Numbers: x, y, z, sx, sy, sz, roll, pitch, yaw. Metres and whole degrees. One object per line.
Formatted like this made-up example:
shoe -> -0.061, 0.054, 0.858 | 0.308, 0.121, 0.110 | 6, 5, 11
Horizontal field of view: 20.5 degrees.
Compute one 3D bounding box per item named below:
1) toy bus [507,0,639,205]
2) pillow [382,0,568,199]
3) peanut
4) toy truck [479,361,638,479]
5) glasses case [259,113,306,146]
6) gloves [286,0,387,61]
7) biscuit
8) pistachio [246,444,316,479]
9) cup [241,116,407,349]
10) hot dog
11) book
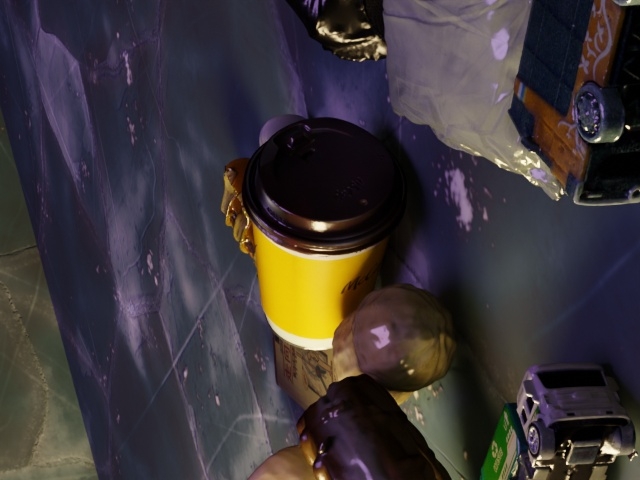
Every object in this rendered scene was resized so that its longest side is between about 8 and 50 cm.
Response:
toy bus -> 0.260, -0.181, 1.485 | 0.167, 0.138, 0.275 | -125, 35, -49
pillow -> 0.164, -0.218, 1.705 | 0.283, 0.138, 0.310 | 38, 136, 49
peanut -> 0.081, 0.125, 2.060 | 0.290, 0.130, 0.130 | 132, 125, -70
toy truck -> 0.228, 0.230, 1.776 | 0.124, 0.114, 0.253 | -107, 21, -45
glasses case -> -0.030, -0.067, 2.305 | 0.049, 0.076, 0.197 | 162, 98, -66
gloves -> 0.022, -0.320, 1.867 | 0.301, 0.197, 0.152 | 62, -151, -55
biscuit -> 0.086, 0.279, 1.922 | 0.366, 0.115, 0.268 | 55, -179, -46
pistachio -> -0.013, 0.383, 2.384 | 0.229, 0.157, 0.157 | 57, 148, 33
cup -> 0.000, 0.000, 2.139 | 0.280, 0.196, 0.196 | 95, 154, -49
hot dog -> -0.077, -0.014, 2.448 | 0.269, 0.072, 0.109 | -120, 27, -42
book -> -0.013, 0.161, 2.425 | 0.231, 0.026, 0.161 | -146, 50, -61
